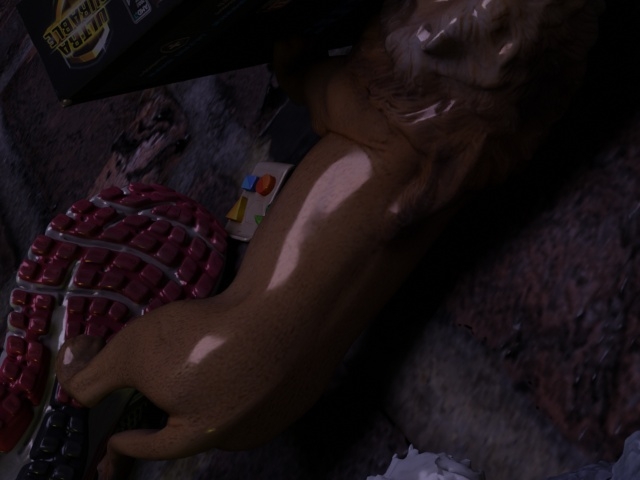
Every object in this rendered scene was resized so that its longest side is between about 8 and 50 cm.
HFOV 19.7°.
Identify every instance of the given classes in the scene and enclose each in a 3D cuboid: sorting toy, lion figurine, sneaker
[{"bbox_3d":[-0.040,-0.027,1.226,0.062,0.012,0.083,-60,22,-8],"label":"sorting toy"},{"bbox_3d":[0.000,0.000,0.965,0.392,0.142,0.240,-62,20,3],"label":"lion figurine"},{"bbox_3d":[-0.167,0.091,1.206,0.299,0.121,0.112,-57,-10,-20],"label":"sneaker"}]

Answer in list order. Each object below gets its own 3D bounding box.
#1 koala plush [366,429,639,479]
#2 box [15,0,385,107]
[{"bbox_3d":[0.097,0.134,0.512,0.203,0.196,0.221,-64,25,8],"label":"koala plush"},{"bbox_3d":[0.028,-0.189,1.010,0.293,0.073,0.295,-17,-12,-47],"label":"box"}]
